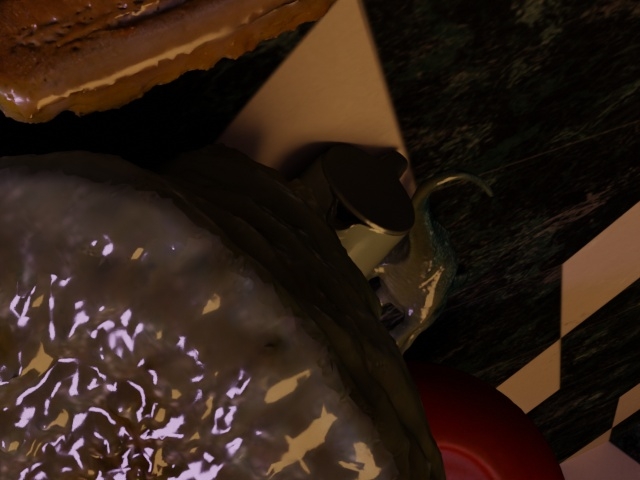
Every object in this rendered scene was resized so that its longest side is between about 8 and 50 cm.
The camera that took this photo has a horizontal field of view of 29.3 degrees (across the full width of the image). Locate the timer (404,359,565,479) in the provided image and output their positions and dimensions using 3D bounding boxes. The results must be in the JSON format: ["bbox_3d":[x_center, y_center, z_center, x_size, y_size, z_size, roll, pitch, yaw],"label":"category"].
[{"bbox_3d":[0.099,0.325,1.391,0.378,0.378,0.279,-22,166,-19],"label":"timer"}]

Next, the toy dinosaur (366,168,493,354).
[{"bbox_3d":[0.088,0.035,1.156,0.147,0.076,0.363,-47,162,-9],"label":"toy dinosaur"}]

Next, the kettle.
[{"bbox_3d":[0.002,0.005,0.946,0.127,0.098,0.148,6,136,-48],"label":"kettle"}]

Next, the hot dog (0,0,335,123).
[{"bbox_3d":[-0.037,-0.137,0.613,0.289,0.083,0.068,-24,177,-13],"label":"hot dog"}]

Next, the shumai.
[{"bbox_3d":[-0.092,0.088,0.746,0.324,0.397,0.323,-30,-161,22],"label":"shumai"}]
